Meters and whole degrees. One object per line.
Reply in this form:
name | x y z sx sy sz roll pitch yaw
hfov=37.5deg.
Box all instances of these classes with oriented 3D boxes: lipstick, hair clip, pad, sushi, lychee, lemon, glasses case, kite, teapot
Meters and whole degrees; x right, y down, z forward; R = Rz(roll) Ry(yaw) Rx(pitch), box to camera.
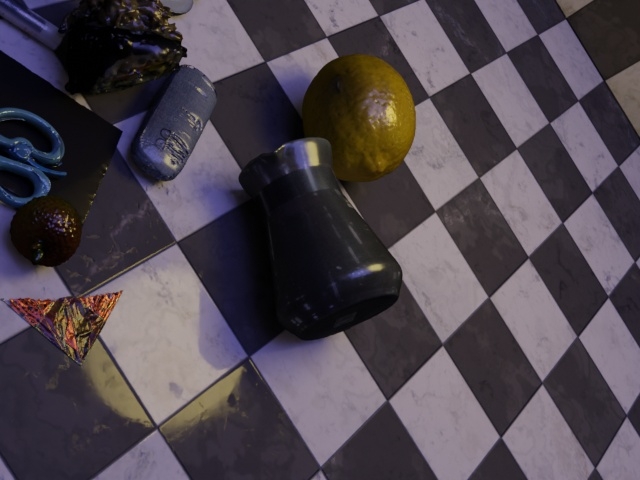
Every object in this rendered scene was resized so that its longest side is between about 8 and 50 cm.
lipstick | -0.526 -0.395 1.684 0.141 0.040 0.040 33 48 -26
hair clip | -0.306 -0.522 1.962 0.172 0.049 0.116 -18 76 -45
pad | -0.525 -0.200 1.603 0.367 0.007 0.247 34 48 -27
sushi | -0.363 -0.384 1.693 0.225 0.238 0.218 -19 100 -41
lychee | -0.436 -0.015 1.507 0.114 0.114 0.146 42 26 -19
lemon | 0.080 -0.269 2.045 0.253 0.253 0.310 13 56 -39
glasses case | -0.278 -0.228 1.809 0.109 0.067 0.282 40 47 -23
kite | -0.400 0.144 1.530 0.222 0.008 0.125 -3 72 -44
teapot | 0.000 0.000 1.842 0.300 0.253 0.344 39 28 -71

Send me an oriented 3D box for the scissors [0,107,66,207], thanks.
scissors | -0.585 -0.174 1.502 0.393 0.032 0.180 22 53 -34
